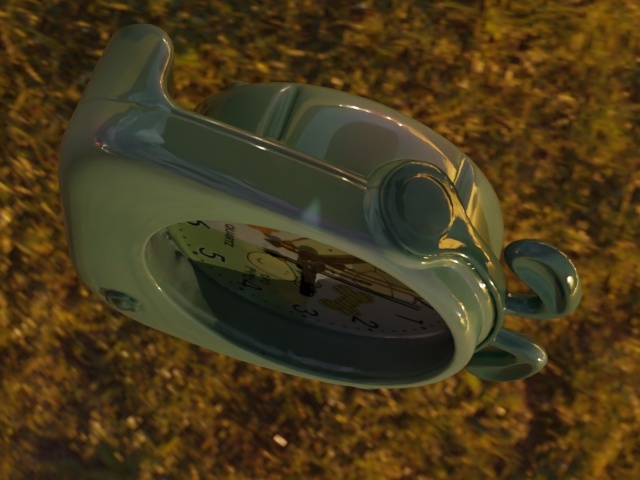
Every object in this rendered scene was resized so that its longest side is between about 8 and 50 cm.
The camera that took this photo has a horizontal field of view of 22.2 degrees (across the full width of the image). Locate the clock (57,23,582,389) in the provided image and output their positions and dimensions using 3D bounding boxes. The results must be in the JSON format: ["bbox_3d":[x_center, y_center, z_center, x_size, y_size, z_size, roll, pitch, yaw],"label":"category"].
[{"bbox_3d":[0.000,0.001,0.595,0.189,0.148,0.060,19,64,2],"label":"clock"}]
